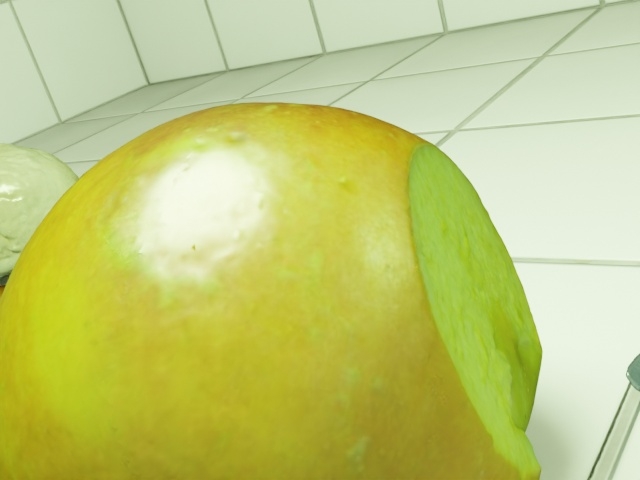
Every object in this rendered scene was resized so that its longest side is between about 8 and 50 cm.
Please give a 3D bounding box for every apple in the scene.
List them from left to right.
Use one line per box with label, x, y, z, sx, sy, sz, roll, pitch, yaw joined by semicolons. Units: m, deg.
apple;-0.020;0.101;0.500;0.384;0.374;0.374;18;13;-19

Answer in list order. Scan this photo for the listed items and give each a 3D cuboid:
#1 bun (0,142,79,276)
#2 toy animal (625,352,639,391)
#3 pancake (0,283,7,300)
bun;-0.605;-0.058;1.337;0.353;0.227;0.349;-10;18;32
toy animal;0.373;0.077;0.550;0.239;0.176;0.255;1;62;44
pancake;-0.461;0.055;1.226;0.266;0.057;0.244;-9;22;22
